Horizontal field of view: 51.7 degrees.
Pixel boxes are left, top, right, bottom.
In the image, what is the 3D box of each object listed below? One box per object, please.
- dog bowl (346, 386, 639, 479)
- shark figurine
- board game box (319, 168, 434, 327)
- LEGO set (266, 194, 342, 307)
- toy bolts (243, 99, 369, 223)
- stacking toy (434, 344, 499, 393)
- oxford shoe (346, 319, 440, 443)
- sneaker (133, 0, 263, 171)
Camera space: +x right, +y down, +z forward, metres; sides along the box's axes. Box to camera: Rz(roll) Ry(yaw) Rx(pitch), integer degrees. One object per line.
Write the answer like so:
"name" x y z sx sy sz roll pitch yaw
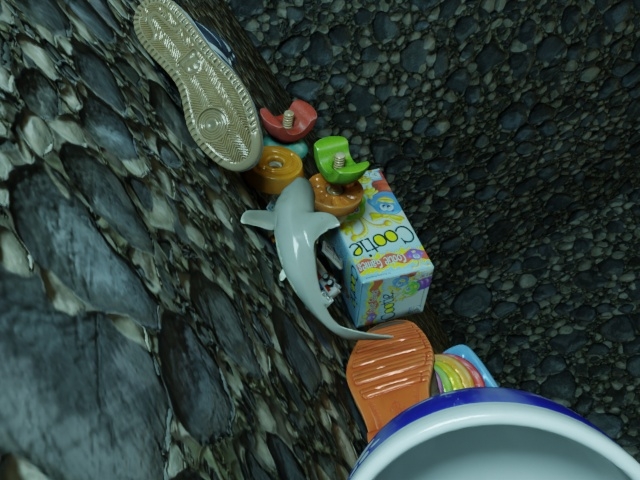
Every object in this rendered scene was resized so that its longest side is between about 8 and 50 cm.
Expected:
"dog bowl" 0.136 0.251 0.504 0.265 0.265 0.104 60 7 5
"shark figurine" -0.002 0.022 0.928 0.166 0.116 0.278 0 66 -55
"board game box" 0.095 0.009 1.302 0.144 0.142 0.275 94 -20 -48
"LEGO set" -0.038 0.012 1.107 0.182 0.060 0.244 46 10 -9
"toy bolts" -0.054 -0.118 1.174 0.228 0.218 0.158 55 -31 36
"stacking toy" 0.178 0.269 1.149 0.302 0.175 0.166 21 30 -53
"oxford shoe" 0.117 0.250 0.936 0.364 0.130 0.133 -88 160 -60
"sneaker" -0.153 -0.220 0.974 0.282 0.099 0.153 58 10 8
